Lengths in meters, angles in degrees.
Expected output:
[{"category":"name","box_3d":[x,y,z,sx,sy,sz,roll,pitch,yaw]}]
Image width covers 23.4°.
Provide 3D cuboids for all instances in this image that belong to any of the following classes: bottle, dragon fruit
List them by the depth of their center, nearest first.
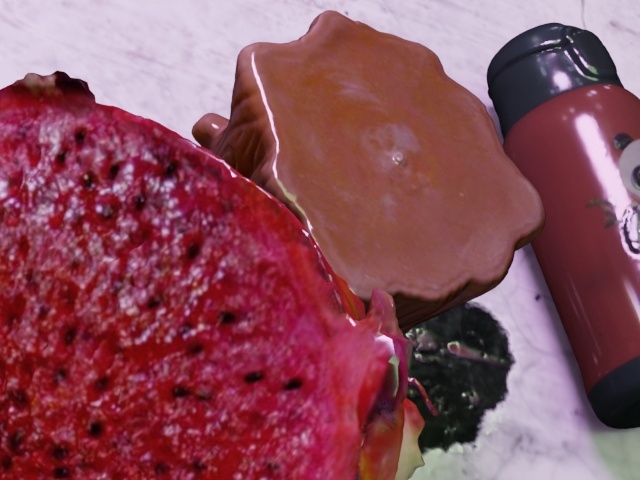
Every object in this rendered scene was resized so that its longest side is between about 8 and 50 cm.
[{"category":"dragon fruit","box_3d":[-0.114,0.116,0.816,0.249,0.386,0.371,30,50,-68]},{"category":"bottle","box_3d":[0.232,-0.022,1.273,0.144,0.144,0.336,-5,63,-33]}]

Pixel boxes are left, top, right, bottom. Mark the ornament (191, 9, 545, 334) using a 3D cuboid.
[{"category":"ornament","box_3d":[0.000,0.000,1.063,0.235,0.217,0.221,24,53,-18]}]
